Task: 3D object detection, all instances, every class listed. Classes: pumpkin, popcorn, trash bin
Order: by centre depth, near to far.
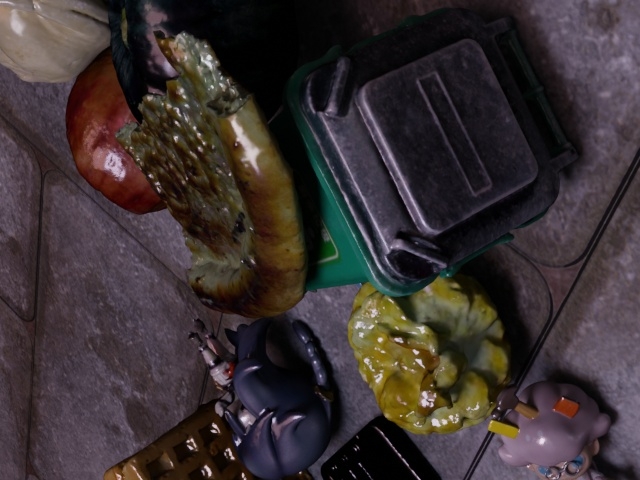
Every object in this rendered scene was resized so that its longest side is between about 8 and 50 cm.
[{"bbox_3d":[0.060,-0.083,1.182,0.381,0.295,0.259,-20,97,61],"label":"trash bin"},{"bbox_3d":[0.132,0.131,1.275,0.204,0.184,0.221,-32,84,52],"label":"popcorn"},{"bbox_3d":[-0.139,-0.271,1.286,0.315,0.238,0.315,169,90,-73],"label":"pumpkin"}]

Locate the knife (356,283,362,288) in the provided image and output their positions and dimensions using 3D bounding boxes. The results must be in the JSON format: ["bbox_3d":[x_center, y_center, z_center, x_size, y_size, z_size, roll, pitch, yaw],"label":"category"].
[{"bbox_3d":[0.000,0.002,1.465,0.244,0.032,0.058,35,142,34],"label":"knife"}]

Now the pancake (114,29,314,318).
[{"bbox_3d":[-0.121,-0.048,1.131,0.305,0.067,0.427,52,157,0],"label":"pancake"}]

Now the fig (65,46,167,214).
[{"bbox_3d":[-0.264,-0.171,1.503,0.224,0.224,0.263,7,101,45],"label":"fig"}]

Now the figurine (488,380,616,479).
[{"bbox_3d":[0.290,0.253,1.241,0.137,0.112,0.229,-22,103,23],"label":"figurine"}]

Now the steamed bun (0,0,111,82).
[{"bbox_3d":[-0.364,-0.366,1.350,0.203,0.276,0.289,-7,85,25],"label":"steamed bun"}]

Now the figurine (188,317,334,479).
[{"bbox_3d":[-0.085,0.234,1.572,0.197,0.175,0.265,0,121,28],"label":"figurine"}]

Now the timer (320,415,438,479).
[{"bbox_3d":[0.089,0.358,1.557,0.144,0.055,0.187,50,135,11],"label":"timer"}]

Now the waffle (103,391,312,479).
[{"bbox_3d":[-0.166,0.375,1.621,0.098,0.328,0.224,-29,88,38],"label":"waffle"}]
